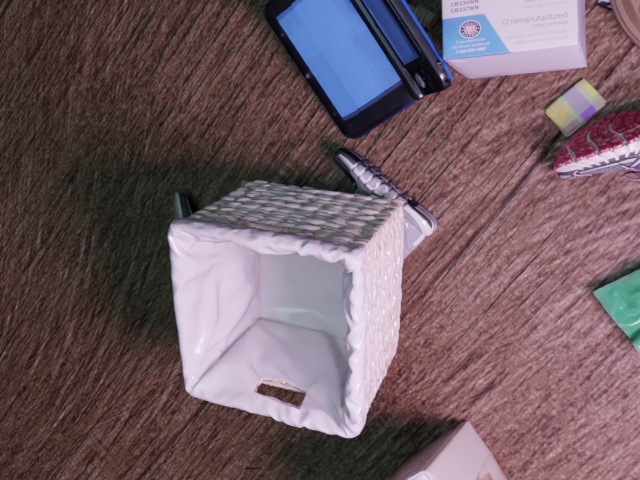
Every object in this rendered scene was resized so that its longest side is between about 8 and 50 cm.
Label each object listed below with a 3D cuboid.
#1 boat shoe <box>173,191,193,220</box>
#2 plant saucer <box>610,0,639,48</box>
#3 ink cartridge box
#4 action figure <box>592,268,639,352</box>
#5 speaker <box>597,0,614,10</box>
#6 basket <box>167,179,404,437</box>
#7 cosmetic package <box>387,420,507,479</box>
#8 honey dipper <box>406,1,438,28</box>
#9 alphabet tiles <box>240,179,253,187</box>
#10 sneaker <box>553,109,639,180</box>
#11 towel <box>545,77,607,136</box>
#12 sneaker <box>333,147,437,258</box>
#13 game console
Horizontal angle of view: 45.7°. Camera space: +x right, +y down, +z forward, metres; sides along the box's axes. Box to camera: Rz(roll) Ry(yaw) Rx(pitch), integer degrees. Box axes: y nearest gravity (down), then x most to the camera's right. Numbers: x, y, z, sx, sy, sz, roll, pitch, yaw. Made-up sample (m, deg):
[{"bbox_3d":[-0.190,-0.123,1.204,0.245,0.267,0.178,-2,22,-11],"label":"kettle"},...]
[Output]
[{"bbox_3d":[-0.246,-0.001,1.518,0.065,0.075,0.206,-13,80,-20],"label":"boat shoe"},{"bbox_3d":[0.571,-0.395,1.115,0.277,0.041,0.278,1,97,10],"label":"plant saucer"},{"bbox_3d":[0.301,-0.408,1.175,0.198,0.197,0.270,-2,92,23],"label":"ink cartridge box"},{"bbox_3d":[0.558,0.065,1.162,0.232,0.063,0.137,-42,75,23],"label":"action figure"},{"bbox_3d":[0.475,-0.430,1.177,0.055,0.055,0.136,16,99,22],"label":"speaker"},{"bbox_3d":[-0.041,0.098,1.271,0.328,0.266,0.331,9,115,22],"label":"basket"},{"bbox_3d":[0.185,0.412,1.213,0.153,0.296,0.129,-40,76,20],"label":"cosmetic package"},{"bbox_3d":[0.137,-0.425,1.339,0.160,0.030,0.030,40,107,21],"label":"honey dipper"},{"bbox_3d":[-0.063,0.001,1.456,0.237,0.009,0.198,12,97,23],"label":"alphabet tiles"},{"bbox_3d":[0.505,-0.134,1.152,0.299,0.121,0.112,-11,119,31],"label":"sneaker"},{"bbox_3d":[0.415,-0.216,1.238,0.083,0.009,0.060,-43,76,18],"label":"towel"},{"bbox_3d":[0.083,-0.053,1.350,0.228,0.086,0.132,42,110,15],"label":"sneaker"},{"bbox_3d":[0.051,-0.327,1.256,0.173,0.250,0.293,-35,99,1],"label":"game console"}]
